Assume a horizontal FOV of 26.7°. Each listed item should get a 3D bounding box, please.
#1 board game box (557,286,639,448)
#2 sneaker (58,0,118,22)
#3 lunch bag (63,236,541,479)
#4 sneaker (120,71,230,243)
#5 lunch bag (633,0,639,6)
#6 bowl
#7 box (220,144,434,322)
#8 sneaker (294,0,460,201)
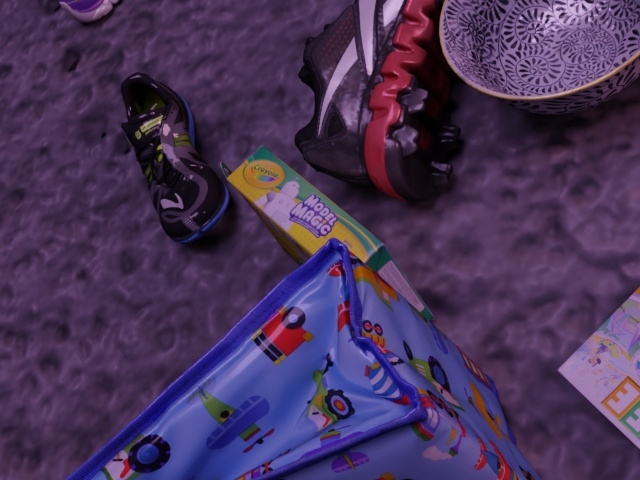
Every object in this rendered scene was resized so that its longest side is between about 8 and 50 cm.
[{"bbox_3d":[0.235,0.094,0.832,0.103,0.026,0.154,-46,48,2],"label":"board game box"},{"bbox_3d":[-0.212,-0.299,1.333,0.068,0.071,0.169,8,68,37],"label":"sneaker"},{"bbox_3d":[-0.033,0.168,0.836,0.293,0.221,0.138,-35,50,12],"label":"lunch bag"},{"bbox_3d":[-0.133,-0.070,1.140,0.067,0.078,0.188,-34,50,13],"label":"sneaker"},{"bbox_3d":[0.302,-0.268,0.896,0.279,0.107,0.224,-20,48,-5],"label":"lunch bag"},{"bbox_3d":[0.178,-0.149,0.974,0.170,0.080,0.170,-13,55,19],"label":"bowl"},{"bbox_3d":[0.000,0.000,0.991,0.043,0.105,0.179,-45,48,-8],"label":"box"},{"bbox_3d":[0.054,-0.161,1.055,0.135,0.097,0.276,3,67,32],"label":"sneaker"}]
